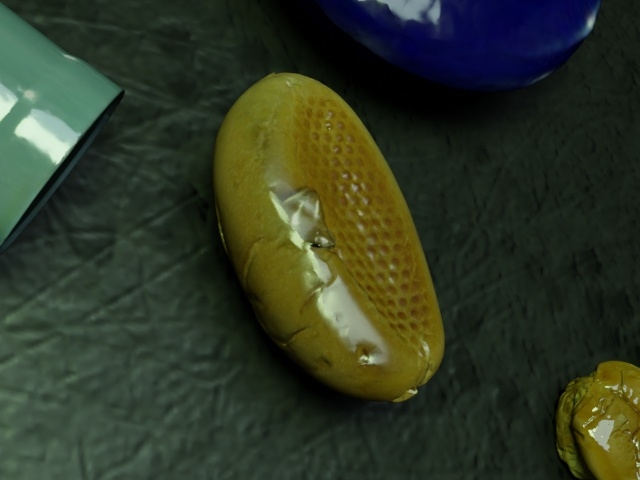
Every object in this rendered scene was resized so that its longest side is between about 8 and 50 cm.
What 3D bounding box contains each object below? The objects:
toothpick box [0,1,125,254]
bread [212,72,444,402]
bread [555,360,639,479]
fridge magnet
[{"bbox_3d":[-0.179,-0.074,0.432,0.153,0.101,0.101,38,55,-11],"label":"toothpick box"},{"bbox_3d":[0.000,0.000,0.516,0.114,0.077,0.189,0,67,-51],"label":"bread"},{"bbox_3d":[0.178,0.113,0.583,0.083,0.046,0.081,-22,83,-36],"label":"bread"},{"bbox_3d":[0.067,-0.211,0.623,0.266,0.113,0.265,12,62,-24],"label":"fridge magnet"}]
